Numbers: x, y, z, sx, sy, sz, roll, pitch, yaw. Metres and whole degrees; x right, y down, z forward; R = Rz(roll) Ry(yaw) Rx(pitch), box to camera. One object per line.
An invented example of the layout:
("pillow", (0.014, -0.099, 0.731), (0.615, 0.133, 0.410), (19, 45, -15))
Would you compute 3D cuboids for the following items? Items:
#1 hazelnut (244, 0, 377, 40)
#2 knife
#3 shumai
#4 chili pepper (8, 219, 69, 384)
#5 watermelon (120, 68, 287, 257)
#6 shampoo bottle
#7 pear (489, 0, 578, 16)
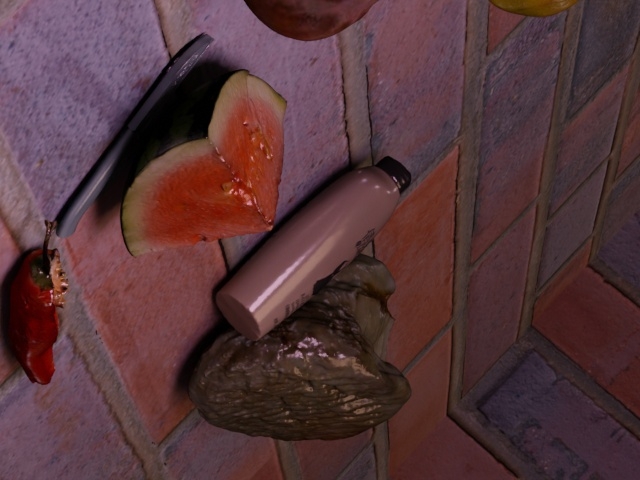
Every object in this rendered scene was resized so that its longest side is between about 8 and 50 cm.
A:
("hazelnut", (0.002, -0.227, 1.534), (0.154, 0.143, 0.143), (-52, 164, 16))
("knife", (-0.157, -0.087, 1.652), (0.210, 0.015, 0.028), (-53, 157, 11))
("shumai", (-0.031, 0.106, 2.273), (0.222, 0.203, 0.272), (-27, 149, 31))
("chili pepper", (-0.243, 0.062, 1.714), (0.050, 0.059, 0.268), (-3, 151, -13))
("watermelon", (-0.105, -0.075, 1.675), (0.193, 0.137, 0.145), (-49, 140, -9))
("shampoo bottle", (0.000, 0.000, 2.156), (0.257, 0.078, 0.127), (-44, 163, -21))
("pear", (0.217, -0.275, 1.985), (0.141, 0.141, 0.104), (-44, 146, -17))
